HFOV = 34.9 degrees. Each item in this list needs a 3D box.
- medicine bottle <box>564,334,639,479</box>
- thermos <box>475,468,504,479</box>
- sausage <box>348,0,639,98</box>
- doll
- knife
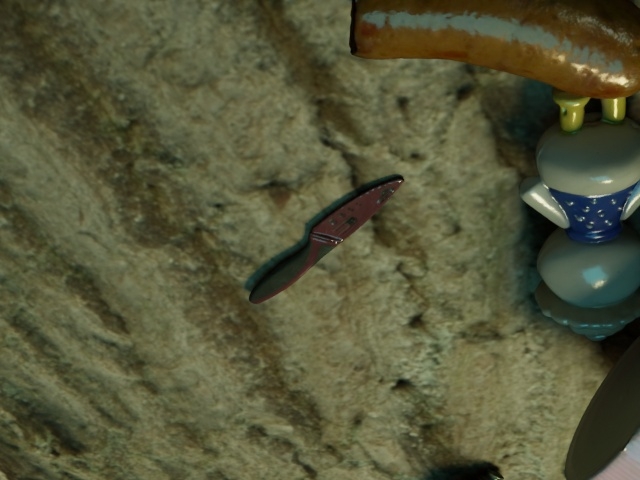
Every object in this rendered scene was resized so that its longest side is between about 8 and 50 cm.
[{"bbox_3d":[0.433,0.239,0.995,0.325,0.256,0.256,34,128,4],"label":"medicine bottle"},{"bbox_3d":[0.174,0.400,1.317,0.099,0.124,0.232,17,98,-46],"label":"thermos"},{"bbox_3d":[0.158,-0.188,0.875,0.271,0.109,0.109,12,130,2],"label":"sausage"},{"bbox_3d":[0.265,-0.021,0.985,0.138,0.119,0.293,-12,122,0],"label":"doll"},{"bbox_3d":[0.000,0.000,1.110,0.035,0.018,0.247,39,122,-16],"label":"knife"}]
